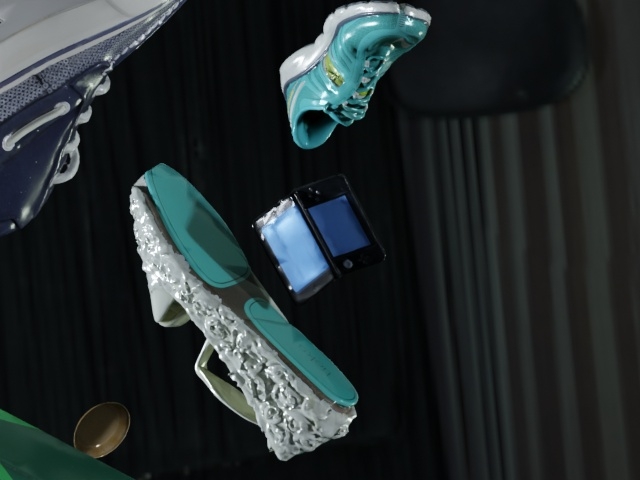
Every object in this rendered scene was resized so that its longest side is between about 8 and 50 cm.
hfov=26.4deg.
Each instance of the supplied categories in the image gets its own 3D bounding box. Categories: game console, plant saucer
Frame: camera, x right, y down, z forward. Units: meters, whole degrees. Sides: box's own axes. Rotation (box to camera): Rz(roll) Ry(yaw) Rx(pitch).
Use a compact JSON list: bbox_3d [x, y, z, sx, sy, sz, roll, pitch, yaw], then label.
[{"bbox_3d":[0.000,0.000,1.593,0.107,0.122,0.071,-19,-160,26],"label":"game console"},{"bbox_3d":[-0.287,0.243,1.771,0.083,0.083,0.015,1,-156,-43],"label":"plant saucer"}]

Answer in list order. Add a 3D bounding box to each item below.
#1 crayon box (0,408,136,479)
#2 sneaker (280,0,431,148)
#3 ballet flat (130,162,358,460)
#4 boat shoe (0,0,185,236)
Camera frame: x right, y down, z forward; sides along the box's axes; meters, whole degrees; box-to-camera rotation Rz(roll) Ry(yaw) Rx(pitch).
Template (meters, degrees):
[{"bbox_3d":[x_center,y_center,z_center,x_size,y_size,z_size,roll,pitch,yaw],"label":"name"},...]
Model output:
[{"bbox_3d":[-0.403,0.346,1.433,0.313,0.362,0.106,26,-163,7],"label":"crayon box"},{"bbox_3d":[0.042,-0.190,1.571,0.107,0.110,0.275,9,157,-24],"label":"sneaker"},{"bbox_3d":[-0.124,0.095,1.636,0.147,0.409,0.147,-36,165,-11],"label":"ballet flat"},{"bbox_3d":[-0.226,-0.122,1.108,0.341,0.158,0.127,-32,-137,-16],"label":"boat shoe"}]
